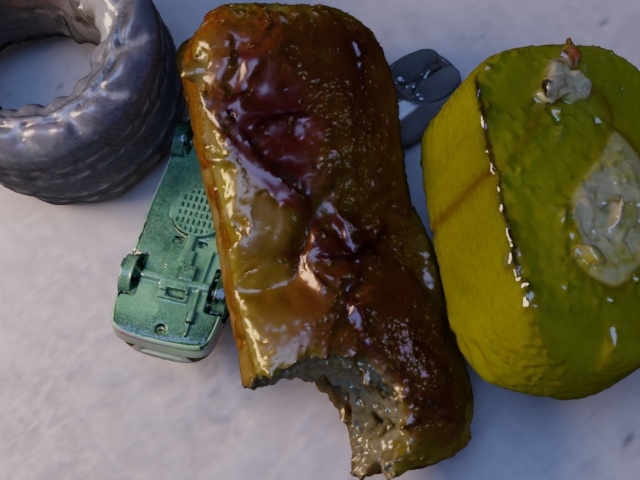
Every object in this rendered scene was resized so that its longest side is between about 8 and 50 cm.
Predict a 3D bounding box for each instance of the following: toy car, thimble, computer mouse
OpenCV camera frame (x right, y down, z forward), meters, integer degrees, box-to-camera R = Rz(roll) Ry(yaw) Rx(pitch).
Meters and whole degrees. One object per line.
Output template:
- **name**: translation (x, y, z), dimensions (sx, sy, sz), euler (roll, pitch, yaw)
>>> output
- **toy car**: translation (-0.097, -0.003, 1.239), dimensions (0.090, 0.076, 0.224), euler (13, 58, 9)
- **thimble**: translation (-0.234, -0.137, 1.249), dimensions (0.236, 0.172, 0.205), euler (-1, 72, 5)
- **computer mouse**: translation (0.074, -0.120, 1.267), dimensions (0.096, 0.039, 0.066), euler (-45, 74, -6)

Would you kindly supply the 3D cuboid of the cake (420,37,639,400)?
- **cake**: translation (0.186, -0.014, 1.138), dimensions (0.179, 0.156, 0.260), euler (-1, 67, -18)

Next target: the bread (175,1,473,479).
- **bread**: translation (0.000, 0.000, 1.166), dimensions (0.185, 0.109, 0.380), euler (-5, 75, -37)
